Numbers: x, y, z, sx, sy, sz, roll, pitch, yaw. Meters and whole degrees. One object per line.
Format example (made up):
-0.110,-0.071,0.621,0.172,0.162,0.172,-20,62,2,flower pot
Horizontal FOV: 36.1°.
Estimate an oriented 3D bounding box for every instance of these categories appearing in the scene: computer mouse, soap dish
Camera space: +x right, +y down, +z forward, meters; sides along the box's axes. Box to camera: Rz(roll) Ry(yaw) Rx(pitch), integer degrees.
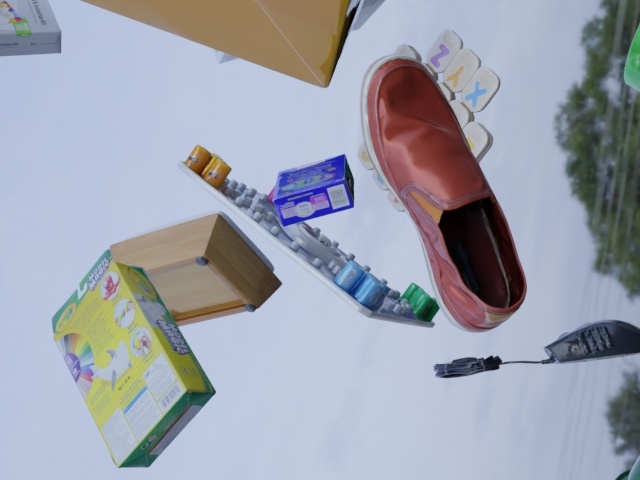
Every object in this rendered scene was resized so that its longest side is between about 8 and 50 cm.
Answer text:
0.240,0.121,1.092,0.071,0.242,0.041,22,-120,-68,computer mouse
-0.260,0.068,1.999,0.229,0.290,0.118,50,-141,-36,soap dish

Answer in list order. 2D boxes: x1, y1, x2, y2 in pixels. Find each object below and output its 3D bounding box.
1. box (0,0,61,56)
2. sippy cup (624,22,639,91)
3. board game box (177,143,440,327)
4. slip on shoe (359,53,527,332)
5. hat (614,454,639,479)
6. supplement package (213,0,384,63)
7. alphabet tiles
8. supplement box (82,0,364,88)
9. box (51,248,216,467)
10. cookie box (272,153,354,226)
-0.455,-0.296,1.314,0.186,0.145,0.038,-7,-47,-24,box
0.615,-0.295,1.475,0.305,0.224,0.240,-31,-35,-48,sippy cup
0.000,0.000,1.599,0.050,0.390,0.390,-55,-21,6,board game box
0.143,-0.056,1.093,0.123,0.101,0.331,-21,-90,-22,slip on shoe
0.508,0.274,1.405,0.173,0.208,0.184,-97,-6,-77,hat
-0.049,-0.423,1.496,0.262,0.198,0.199,-19,-96,-24,supplement package
0.170,-0.199,1.630,0.021,0.284,0.278,12,-56,-42,alphabet tiles
-0.046,-0.223,0.541,0.129,0.191,0.194,107,-176,-57,supplement box
-0.175,0.101,0.878,0.105,0.179,0.043,-48,-32,18,box
-0.007,-0.063,1.195,0.107,0.091,0.040,-85,-22,-68,cookie box
